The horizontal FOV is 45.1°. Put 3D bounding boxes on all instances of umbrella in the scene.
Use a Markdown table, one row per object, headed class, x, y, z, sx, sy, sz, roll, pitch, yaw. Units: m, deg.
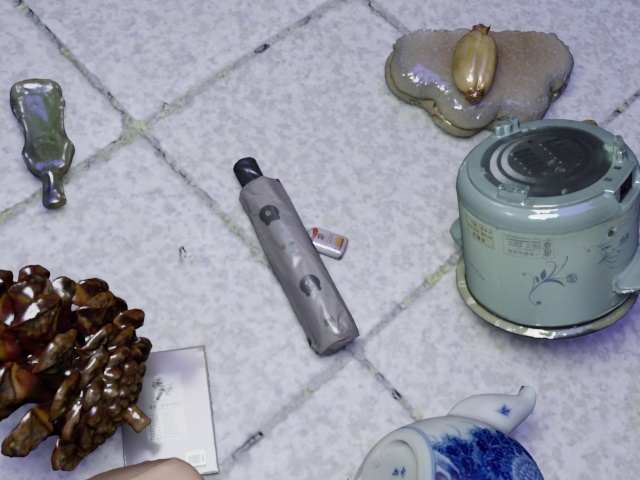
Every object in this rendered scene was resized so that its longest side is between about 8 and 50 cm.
| class | x | y | z | sx | sy | sz | roll | pitch | yaw |
| --- | --- | --- | --- | --- | --- | --- | --- | --- | --- |
| umbrella | -0.046 | 0.015 | 1.160 | 0.073 | 0.067 | 0.337 | -36 | 69 | 23 |

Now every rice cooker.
| class | x | y | z | sx | sy | sz | roll | pitch | yaw |
| --- | --- | --- | --- | --- | --- | --- | --- | --- | --- |
| rice cooker | 0.327 | -0.009 | 1.108 | 0.317 | 0.316 | 0.264 | 37 | 54 | 10 |

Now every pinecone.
| class | x | y | z | sx | sy | sz | roll | pitch | yaw |
| --- | --- | --- | --- | --- | --- | --- | --- | --- | --- |
| pinecone | -0.344 | 0.147 | 0.968 | 0.309 | 0.244 | 0.244 | 25 | 63 | 21 |

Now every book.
| class | x | y | z | sx | sy | sz | roll | pitch | yaw |
| --- | --- | --- | --- | --- | --- | --- | --- | --- | --- |
| book | -0.211 | 0.238 | 1.062 | 0.127 | 0.014 | 0.181 | -6 | 66 | -11 |

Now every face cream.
| class | x | y | z | sx | sy | sz | roll | pitch | yaw |
| --- | --- | --- | --- | --- | --- | --- | --- | --- | --- |
| face cream | 0.000 | 0.000 | 1.200 | 0.083 | 0.021 | 0.040 | 19 | 63 | 2 |

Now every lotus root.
| class | x | y | z | sx | sy | sz | roll | pitch | yaw |
| --- | --- | --- | --- | --- | --- | --- | --- | --- | --- |
| lotus root | 0.248 | -0.287 | 1.237 | 0.073 | 0.062 | 0.150 | 16 | 69 | -13 |

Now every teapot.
| class | x | y | z | sx | sy | sz | roll | pitch | yaw |
| --- | --- | --- | --- | --- | --- | --- | --- | --- | --- |
| teapot | 0.183 | 0.356 | 0.944 | 0.280 | 0.252 | 0.424 | 30 | 63 | -20 |

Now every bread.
| class | x | y | z | sx | sy | sz | roll | pitch | yaw |
| --- | --- | --- | --- | --- | --- | --- | --- | --- | --- |
| bread | 0.282 | -0.265 | 1.325 | 0.337 | 0.102 | 0.183 | -4 | 70 | -12 |

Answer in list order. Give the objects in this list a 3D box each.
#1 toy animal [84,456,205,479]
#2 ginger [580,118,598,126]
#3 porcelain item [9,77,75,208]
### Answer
| class | x | y | z | sx | sy | sz | roll | pitch | yaw |
| --- | --- | --- | --- | --- | --- | --- | --- | --- | --- |
| toy animal | -0.199 | 0.382 | 0.899 | 0.213 | 0.195 | 0.256 | -31 | 80 | 22 |
| ginger | 0.449 | -0.159 | 1.329 | 0.057 | 0.044 | 0.137 | 2 | 54 | 26 |
| porcelain item | -0.418 | -0.143 | 1.183 | 0.081 | 0.069 | 0.215 | -9 | 65 | -25 |
